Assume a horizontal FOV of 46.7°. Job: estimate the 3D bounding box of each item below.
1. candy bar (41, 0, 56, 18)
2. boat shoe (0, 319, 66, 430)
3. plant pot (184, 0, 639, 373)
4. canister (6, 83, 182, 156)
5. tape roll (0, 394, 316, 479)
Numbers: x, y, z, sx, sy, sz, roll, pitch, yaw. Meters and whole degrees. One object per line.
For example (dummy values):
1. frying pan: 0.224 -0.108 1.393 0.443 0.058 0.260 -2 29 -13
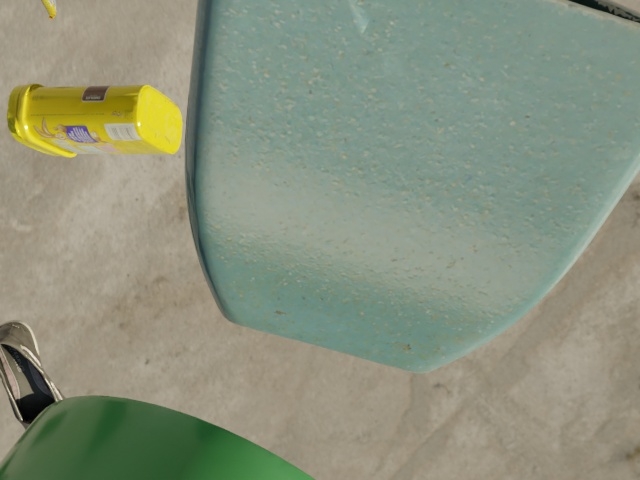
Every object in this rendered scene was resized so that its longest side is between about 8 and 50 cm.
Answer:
1. candy bar: -0.434 -0.397 1.128 0.018 0.040 0.161 -11 163 -3
2. boat shoe: -0.606 0.330 1.558 0.112 0.095 0.335 -19 108 -3
3. plant pot: 0.042 -0.063 0.490 0.247 0.248 0.252 15 115 -4
4. canister: -0.270 -0.146 0.907 0.170 0.073 0.126 2 173 14
5. tape roll: -0.088 0.243 0.524 0.321 0.077 0.321 16 135 16
